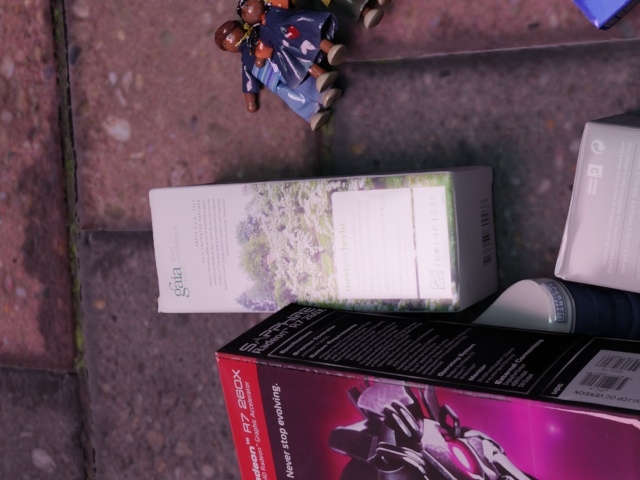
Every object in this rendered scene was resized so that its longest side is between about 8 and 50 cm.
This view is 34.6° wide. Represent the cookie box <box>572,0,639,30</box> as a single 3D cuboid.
[{"bbox_3d":[0.193,-0.204,0.656,0.107,0.040,0.092,-41,79,23],"label":"cookie box"}]

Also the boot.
[{"bbox_3d":[0.133,0.084,0.705,0.190,0.086,0.069,-41,50,53],"label":"boot"}]

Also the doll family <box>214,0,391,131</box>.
[{"bbox_3d":[-0.017,-0.170,0.742,0.111,0.076,0.193,36,113,12],"label":"doll family"}]

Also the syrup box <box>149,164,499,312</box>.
[{"bbox_3d":[0.000,0.000,0.741,0.236,0.096,0.093,-2,95,26],"label":"syrup box"}]

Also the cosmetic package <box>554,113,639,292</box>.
[{"bbox_3d":[0.273,-0.011,0.595,0.237,0.127,0.107,14,104,24],"label":"cosmetic package"}]

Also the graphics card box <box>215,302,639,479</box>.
[{"bbox_3d":[0.117,0.170,0.593,0.370,0.094,0.233,3,110,36],"label":"graphics card box"}]
